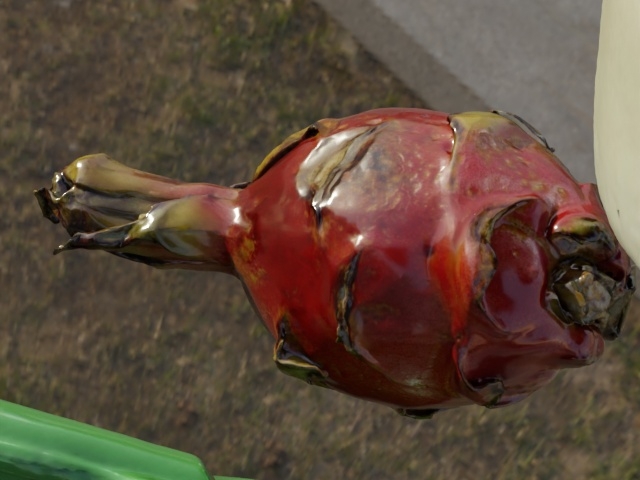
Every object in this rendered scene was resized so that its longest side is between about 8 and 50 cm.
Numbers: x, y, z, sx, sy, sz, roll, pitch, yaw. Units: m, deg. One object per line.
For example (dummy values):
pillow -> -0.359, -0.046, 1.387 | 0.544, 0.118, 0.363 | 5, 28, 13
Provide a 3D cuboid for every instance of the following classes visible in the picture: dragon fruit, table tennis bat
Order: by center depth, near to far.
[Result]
table tennis bat -> -0.031, 0.105, 0.553 | 0.257, 0.160, 0.039 | 14, 85, 1
dragon fruit -> 0.000, 0.000, 0.566 | 0.246, 0.125, 0.125 | 6, 69, 9

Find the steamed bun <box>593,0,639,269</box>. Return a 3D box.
steamed bun -> 0.155, -0.055, 0.356 | 0.164, 0.146, 0.241 | -3, 29, -2
